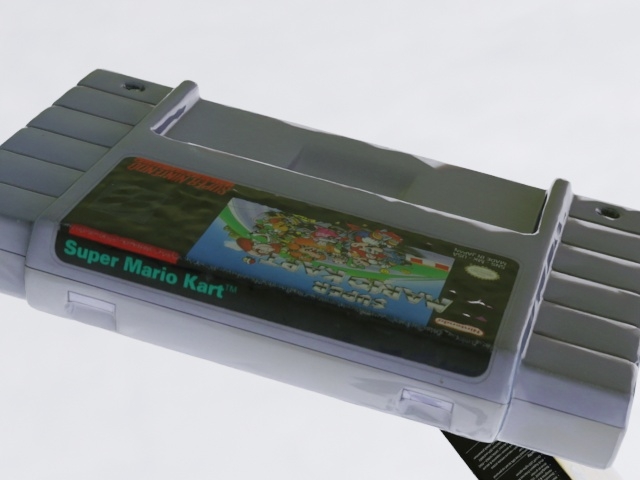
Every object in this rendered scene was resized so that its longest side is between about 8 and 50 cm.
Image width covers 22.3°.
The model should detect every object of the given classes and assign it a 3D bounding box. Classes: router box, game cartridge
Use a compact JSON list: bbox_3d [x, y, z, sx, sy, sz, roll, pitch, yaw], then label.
[{"bbox_3d":[0.130,0.130,0.946,0.046,0.179,0.133,-41,-111,10],"label":"router box"},{"bbox_3d":[0.000,0.000,0.867,0.355,0.068,0.230,15,-158,8],"label":"game cartridge"}]
